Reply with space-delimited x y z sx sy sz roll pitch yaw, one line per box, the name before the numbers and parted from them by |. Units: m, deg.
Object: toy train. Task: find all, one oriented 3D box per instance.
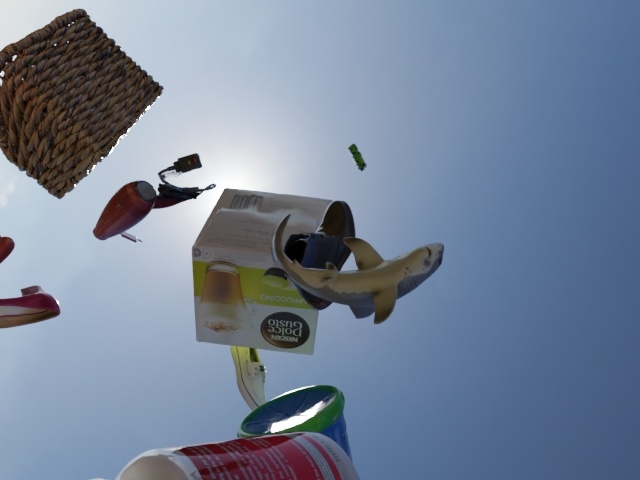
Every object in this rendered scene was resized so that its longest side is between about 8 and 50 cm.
toy train | 0.094 -0.210 1.250 0.023 0.017 0.083 -34 -119 19

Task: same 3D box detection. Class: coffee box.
coffee box | -0.155 0.083 1.435 0.338 0.337 0.335 -83 179 -58

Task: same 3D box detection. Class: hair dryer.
hair dryer | -0.372 -0.076 1.114 0.293 0.224 0.080 -26 -104 -10

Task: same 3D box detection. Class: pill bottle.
pill bottle | -0.142 0.392 0.669 0.228 0.407 0.229 -14 -110 41

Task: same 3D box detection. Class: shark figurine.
shark figurine | 0.031 0.068 0.732 0.278 0.116 0.166 7 -130 17

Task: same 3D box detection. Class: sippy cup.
sippy cup | -0.032 0.461 1.056 0.240 0.305 0.224 -18 -89 60

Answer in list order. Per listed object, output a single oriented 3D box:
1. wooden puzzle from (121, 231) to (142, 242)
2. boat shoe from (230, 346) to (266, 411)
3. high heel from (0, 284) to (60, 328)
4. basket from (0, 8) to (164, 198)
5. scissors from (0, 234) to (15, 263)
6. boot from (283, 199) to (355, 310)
wooden puzzle | -0.485 -0.012 1.242 0.006 0.083 0.049 -61 -154 1
boat shoe | -0.194 0.372 1.408 0.075 0.083 0.226 -35 -122 10
high heel | -0.729 0.183 1.127 0.117 0.244 0.082 29 -57 34
basket | -0.488 -0.257 0.951 0.213 0.223 0.299 -29 -149 32
scissors | -0.503 0.090 0.596 0.297 0.021 0.109 -44 -141 -18
boot | 0.000 0.000 0.866 0.082 0.106 0.219 -8 -125 31
